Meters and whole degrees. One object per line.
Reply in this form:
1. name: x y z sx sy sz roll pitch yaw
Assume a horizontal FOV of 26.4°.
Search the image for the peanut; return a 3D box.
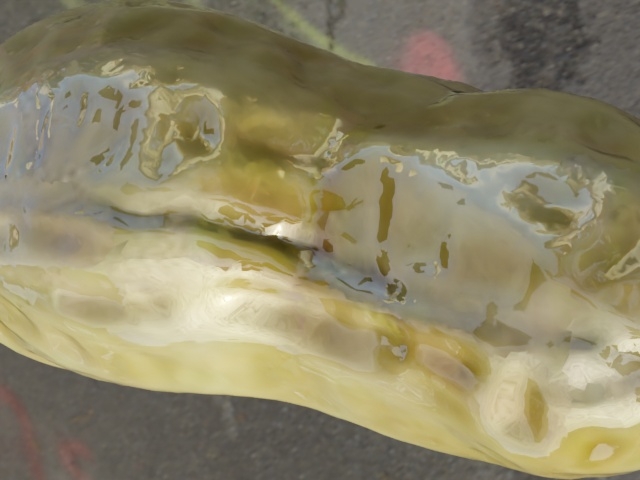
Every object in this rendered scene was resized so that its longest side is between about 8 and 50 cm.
1. peanut: 0.000 0.000 0.446 0.306 0.147 0.147 14 119 18
